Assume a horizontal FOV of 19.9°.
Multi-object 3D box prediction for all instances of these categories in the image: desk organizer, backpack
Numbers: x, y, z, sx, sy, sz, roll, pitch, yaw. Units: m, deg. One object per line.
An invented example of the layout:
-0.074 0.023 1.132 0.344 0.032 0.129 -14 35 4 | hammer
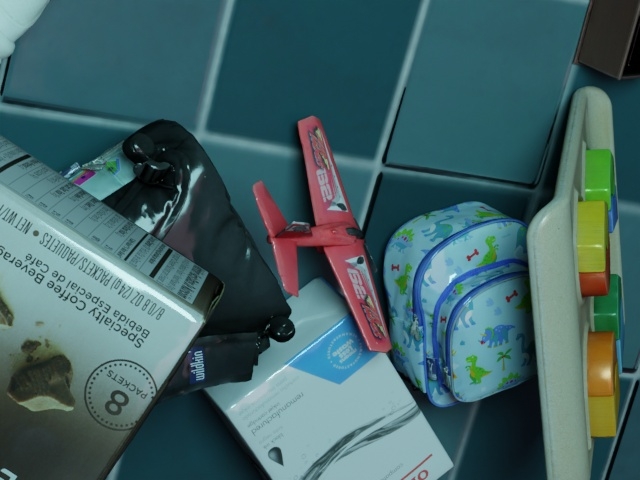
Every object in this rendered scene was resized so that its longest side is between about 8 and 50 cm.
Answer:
0.206 -0.165 1.141 0.047 0.050 0.130 5 107 -28 | desk organizer
-0.126 0.033 1.015 0.182 0.115 0.152 -33 107 -9 | backpack
0.098 0.039 1.147 0.105 0.084 0.114 -20 114 -21 | backpack

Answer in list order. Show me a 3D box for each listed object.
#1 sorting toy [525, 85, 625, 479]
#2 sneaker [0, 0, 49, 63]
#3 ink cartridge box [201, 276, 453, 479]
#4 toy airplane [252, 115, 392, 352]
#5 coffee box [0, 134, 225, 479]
0.168 0.027 1.129 0.038 0.208 0.193 0 116 17 | sorting toy
-0.233 -0.210 0.884 0.131 0.112 0.296 -48 132 -12 | sneaker
0.012 0.126 1.151 0.104 0.060 0.180 -38 121 -9 | ink cartridge box
0.000 0.000 1.062 0.028 0.151 0.151 -20 122 18 | toy airplane
-0.215 0.016 0.885 0.297 0.119 0.168 34 97 -4 | coffee box
